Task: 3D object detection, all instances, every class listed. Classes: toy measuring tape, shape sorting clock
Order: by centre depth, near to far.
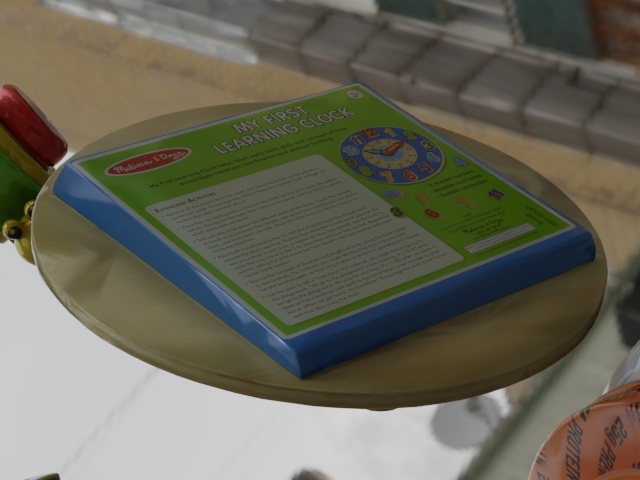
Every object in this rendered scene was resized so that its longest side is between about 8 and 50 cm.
[{"bbox_3d":[0.000,0.000,0.601,0.206,0.206,0.040,-27,-43,-43],"label":"shape sorting clock"},{"bbox_3d":[-0.275,-0.093,1.233,0.121,0.330,0.121,-24,-41,-22],"label":"toy measuring tape"}]

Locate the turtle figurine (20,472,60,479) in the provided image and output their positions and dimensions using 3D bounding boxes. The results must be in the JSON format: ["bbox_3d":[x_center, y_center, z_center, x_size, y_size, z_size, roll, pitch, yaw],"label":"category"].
[{"bbox_3d":[-0.087,0.190,0.548,0.087,0.269,0.217,-16,-93,-32],"label":"turtle figurine"}]

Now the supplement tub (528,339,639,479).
[{"bbox_3d":[0.250,0.092,0.705,0.316,0.193,0.193,-17,-60,-35],"label":"supplement tub"}]
